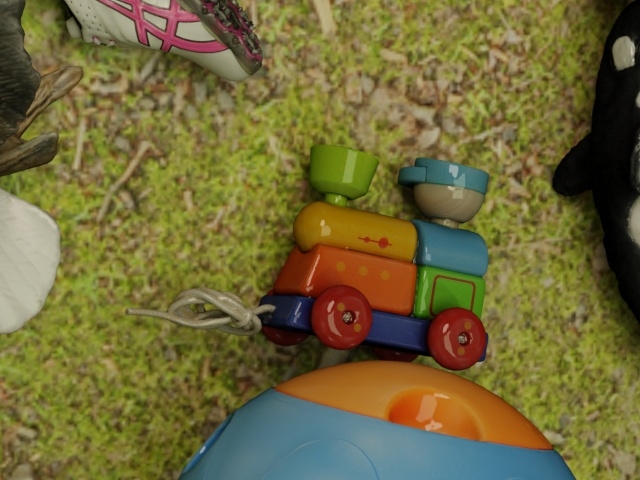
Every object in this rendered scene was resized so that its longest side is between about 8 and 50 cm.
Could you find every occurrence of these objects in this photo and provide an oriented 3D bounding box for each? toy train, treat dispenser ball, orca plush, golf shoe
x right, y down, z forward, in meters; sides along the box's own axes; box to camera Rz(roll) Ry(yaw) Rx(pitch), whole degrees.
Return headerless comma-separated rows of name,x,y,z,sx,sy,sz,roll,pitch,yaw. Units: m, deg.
toy train,0.000,0.000,1.238,0.248,0.105,0.143,12,83,-25
treat dispenser ball,0.036,0.219,1.181,0.288,0.288,0.288,-4,100,-23
orca plush,0.224,-0.038,1.346,0.151,0.102,0.287,-47,133,-44
golf shoe,-0.118,-0.154,1.183,0.186,0.067,0.086,36,115,-29

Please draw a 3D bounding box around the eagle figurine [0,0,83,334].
eagle figurine,-0.266,-0.096,1.036,0.225,0.298,0.226,3,59,13
